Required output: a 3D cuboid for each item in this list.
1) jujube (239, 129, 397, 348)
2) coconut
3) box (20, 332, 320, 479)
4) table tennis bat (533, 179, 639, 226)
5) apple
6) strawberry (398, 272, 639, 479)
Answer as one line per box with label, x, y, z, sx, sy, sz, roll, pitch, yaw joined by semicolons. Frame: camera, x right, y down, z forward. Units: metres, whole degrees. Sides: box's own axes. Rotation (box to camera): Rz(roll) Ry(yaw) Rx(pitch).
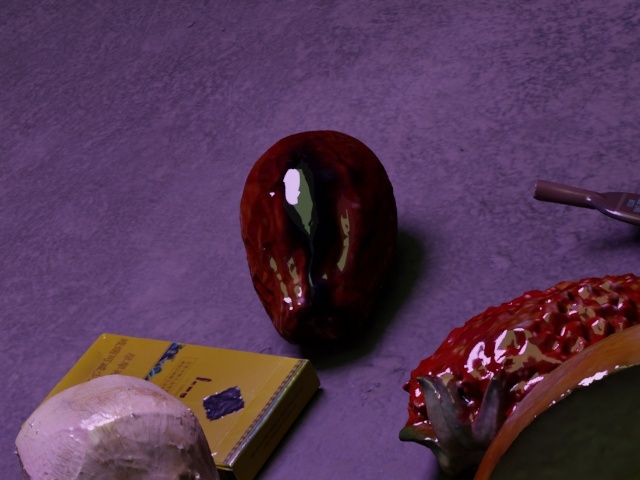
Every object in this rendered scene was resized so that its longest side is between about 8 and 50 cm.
jujube;0.000;0.000;1.962;0.168;0.168;0.236;-13;51;14
coconut;-0.181;0.216;1.734;0.194;0.194;0.194;-16;33;11
box;-0.152;0.166;1.910;0.279;0.041;0.153;6;41;35
table tennis bat;0.287;0.013;1.900;0.170;0.119;0.107;12;15;10
apple;0.219;0.187;1.450;0.346;0.254;0.179;-53;50;21
strawberry;0.214;0.089;1.719;0.233;0.138;0.306;13;49;44
